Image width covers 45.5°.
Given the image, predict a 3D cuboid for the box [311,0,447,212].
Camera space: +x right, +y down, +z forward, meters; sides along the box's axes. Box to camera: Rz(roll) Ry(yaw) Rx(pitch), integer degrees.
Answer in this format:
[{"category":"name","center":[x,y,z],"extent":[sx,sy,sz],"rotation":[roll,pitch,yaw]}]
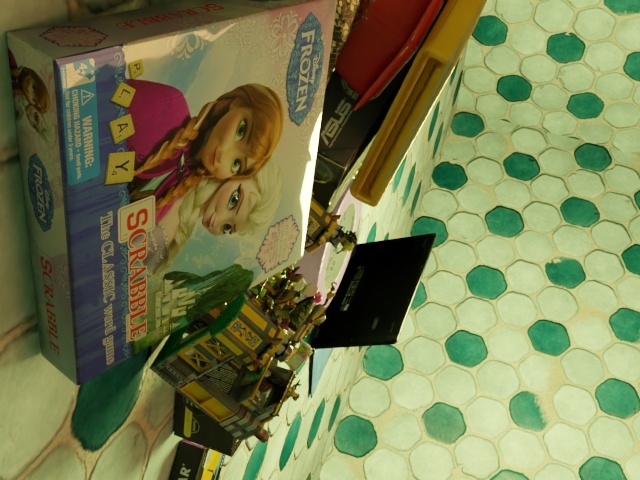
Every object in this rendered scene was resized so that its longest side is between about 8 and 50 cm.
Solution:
[{"category":"box","center":[0.064,-0.214,1.189],"extent":[0.395,0.097,0.318],"rotation":[-59,180,-21]}]

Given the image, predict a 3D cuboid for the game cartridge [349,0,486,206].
[{"category":"game cartridge","center":[0.154,-0.242,1.069],"extent":[0.324,0.052,0.285],"rotation":[-64,180,-39]}]

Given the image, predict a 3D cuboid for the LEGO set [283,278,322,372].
[{"category":"LEGO set","center":[-0.056,0.169,1.365],"extent":[0.132,0.107,0.287],"rotation":[-47,174,-18]}]

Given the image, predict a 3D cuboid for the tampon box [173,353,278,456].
[{"category":"tampon box","center":[-0.142,0.223,1.173],"extent":[0.161,0.101,0.121],"rotation":[-52,155,-57]}]

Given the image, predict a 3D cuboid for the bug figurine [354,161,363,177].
[{"category":"bug figurine","center":[0.098,-0.272,1.638],"extent":[0.216,0.072,0.279],"rotation":[-58,166,-30]}]

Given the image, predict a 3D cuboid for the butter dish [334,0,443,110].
[{"category":"butter dish","center":[0.064,-0.268,0.936],"extent":[0.160,0.118,0.160],"rotation":[-61,-171,-32]}]

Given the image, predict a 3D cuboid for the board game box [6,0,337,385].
[{"category":"board game box","center":[-0.124,-0.064,0.728],"extent":[0.318,0.065,0.319],"rotation":[-30,140,-42]}]

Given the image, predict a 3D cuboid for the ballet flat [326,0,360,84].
[{"category":"ballet flat","center":[-0.061,-0.223,0.861],"extent":[0.182,0.164,0.483],"rotation":[-21,131,-58]}]

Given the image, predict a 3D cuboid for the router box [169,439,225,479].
[{"category":"router box","center":[-0.209,0.403,1.250],"extent":[0.133,0.046,0.179],"rotation":[7,100,-77]}]

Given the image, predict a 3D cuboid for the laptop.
[{"category":"laptop","center":[0.140,0.213,2.115],"extent":[0.236,0.407,0.382],"rotation":[54,44,-31]}]

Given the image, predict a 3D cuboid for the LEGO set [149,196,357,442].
[{"category":"LEGO set","center":[-0.054,0.111,1.023],"extent":[0.255,0.192,0.331],"rotation":[-37,-161,32]}]

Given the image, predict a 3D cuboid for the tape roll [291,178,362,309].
[{"category":"tape roll","center":[0.000,0.000,1.531],"extent":[0.275,0.090,0.275],"rotation":[16,90,-77]}]

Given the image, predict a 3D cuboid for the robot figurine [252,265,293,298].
[{"category":"robot figurine","center":[-0.085,0.056,1.280],"extent":[0.101,0.067,0.115],"rotation":[-58,172,16]}]
